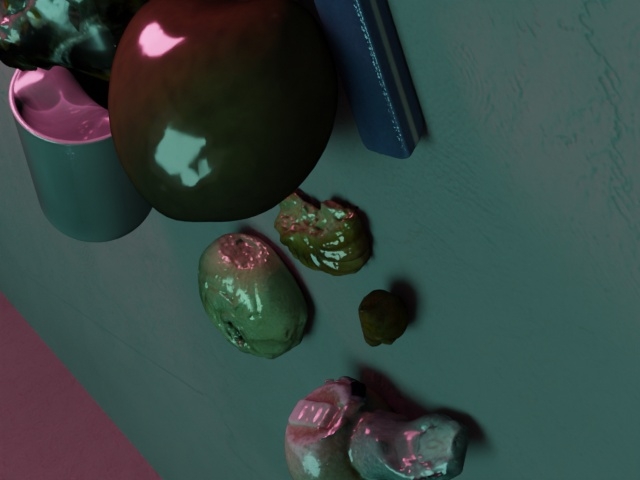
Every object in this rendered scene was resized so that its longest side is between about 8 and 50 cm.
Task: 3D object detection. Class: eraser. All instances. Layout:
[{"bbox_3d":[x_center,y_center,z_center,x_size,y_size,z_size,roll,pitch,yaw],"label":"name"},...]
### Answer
[{"bbox_3d":[0.047,-0.193,1.162,0.082,0.036,0.225,19,137,52],"label":"eraser"}]

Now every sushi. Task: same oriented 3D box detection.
[{"bbox_3d":[-0.336,-0.399,1.370,0.417,0.176,0.418,20,125,31],"label":"sushi"}]

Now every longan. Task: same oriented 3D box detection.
[{"bbox_3d":[-0.106,-0.163,1.249,0.300,0.300,0.243,34,-170,39],"label":"longan"}]

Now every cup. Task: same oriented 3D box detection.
[{"bbox_3d":[-0.364,-0.143,1.773,0.205,0.205,0.312,45,155,21],"label":"cup"}]

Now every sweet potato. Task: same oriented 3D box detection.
[{"bbox_3d":[0.083,0.105,1.455,0.068,0.068,0.226,49,173,14],"label":"sweet potato"}]

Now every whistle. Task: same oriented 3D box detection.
[{"bbox_3d":[0.083,0.296,1.582,0.347,0.189,0.189,-5,117,47],"label":"whistle"}]

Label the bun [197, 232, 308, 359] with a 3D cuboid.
[{"bbox_3d":[-0.113,0.090,1.722,0.221,0.108,0.221,42,152,28],"label":"bun"}]

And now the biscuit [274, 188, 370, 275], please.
[{"bbox_3d":[0.000,0.000,1.464,0.183,0.061,0.118,13,134,55],"label":"biscuit"}]
